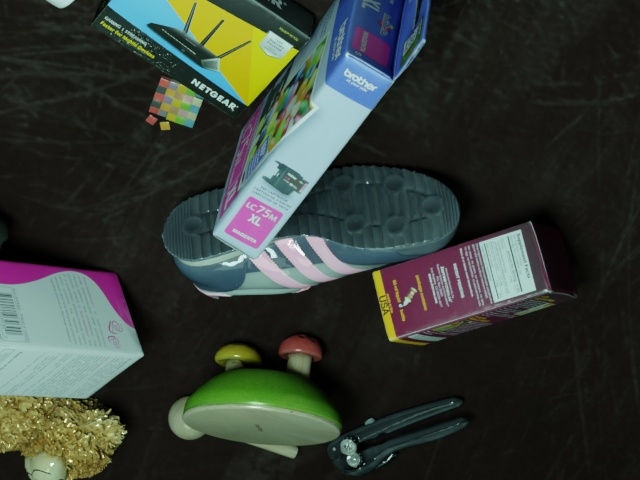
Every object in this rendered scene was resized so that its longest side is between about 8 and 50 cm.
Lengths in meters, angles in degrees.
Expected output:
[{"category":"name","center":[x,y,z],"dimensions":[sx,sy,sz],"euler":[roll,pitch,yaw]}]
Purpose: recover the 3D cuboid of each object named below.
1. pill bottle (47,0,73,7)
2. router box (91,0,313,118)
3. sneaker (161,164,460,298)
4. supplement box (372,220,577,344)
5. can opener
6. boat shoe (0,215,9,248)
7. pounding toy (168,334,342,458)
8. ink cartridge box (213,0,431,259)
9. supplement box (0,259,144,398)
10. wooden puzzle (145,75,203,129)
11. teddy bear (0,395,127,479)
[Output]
[{"category":"pill bottle","center":[-0.333,-0.358,1.666],"dimensions":[0.334,0.188,0.188],"euler":[33,127,-20]},{"category":"router box","center":[-0.117,-0.218,1.846],"dimensions":[0.179,0.046,0.133],"euler":[32,127,-18]},{"category":"sneaker","center":[0.000,0.000,1.995],"dimensions":[0.319,0.112,0.131],"euler":[-3,147,14]},{"category":"supplement box","center":[0.165,0.047,1.982],"dimensions":[0.188,0.081,0.104],"euler":[-19,168,22]},{"category":"can opener","center":[0.090,0.228,2.202],"dimensions":[0.186,0.073,0.059],"euler":[-29,82,24]},{"category":"boat shoe","center":[-0.518,0.017,2.066],"dimensions":[0.340,0.127,0.158],"euler":[-30,115,19]},{"category":"pounding toy","center":[-0.070,0.169,2.153],"dimensions":[0.183,0.110,0.237],"euler":[11,161,-16]},{"category":"ink cartridge box","center":[0.005,-0.145,1.800],"dimensions":[0.065,0.186,0.311],"euler":[30,127,-15]},{"category":"supplement box","center":[-0.319,0.098,2.036],"dimensions":[0.220,0.111,0.114],"euler":[8,143,-47]},{"category":"wooden puzzle","center":[-0.150,-0.144,1.940],"dimensions":[0.049,0.006,0.083],"euler":[18,130,-8]},{"category":"teddy bear","center":[-0.399,0.197,2.198],"dimensions":[0.245,0.113,0.338],"euler":[-30,120,31]}]
